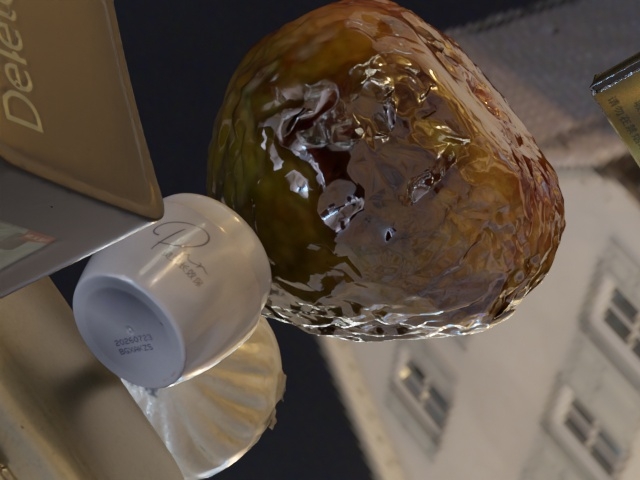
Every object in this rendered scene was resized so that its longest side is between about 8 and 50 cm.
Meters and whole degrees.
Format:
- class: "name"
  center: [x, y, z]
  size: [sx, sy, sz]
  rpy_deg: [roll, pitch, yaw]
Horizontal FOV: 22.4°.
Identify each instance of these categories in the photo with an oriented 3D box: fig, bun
- class: "fig"
  center: [0.000, 0.000, 1.252]
  size: [0.369, 0.286, 0.286]
  rpy_deg: [-44, -30, 26]
- class: "bun"
  center: [-0.188, 0.151, 1.894]
  size: [0.263, 0.263, 0.175]
  rpy_deg: [-42, -20, 3]

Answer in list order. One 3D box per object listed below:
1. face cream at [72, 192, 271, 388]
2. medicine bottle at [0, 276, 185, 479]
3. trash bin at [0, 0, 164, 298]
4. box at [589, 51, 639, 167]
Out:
- class: "face cream"
  center: [-0.098, 0.033, 1.071]
  size: [0.104, 0.117, 0.117]
  rpy_deg: [-46, -19, -45]
- class: "medicine bottle"
  center: [-0.242, 0.093, 1.144]
  size: [0.123, 0.375, 0.282]
  rpy_deg: [-35, 1, 9]
- class: "trash bin"
  center: [-0.204, -0.042, 0.733]
  size: [0.225, 0.165, 0.115]
  rpy_deg: [-28, -27, 24]
- class: "box"
  center: [0.454, -0.179, 1.871]
  size: [0.240, 0.159, 0.071]
  rpy_deg: [-30, 14, 27]
